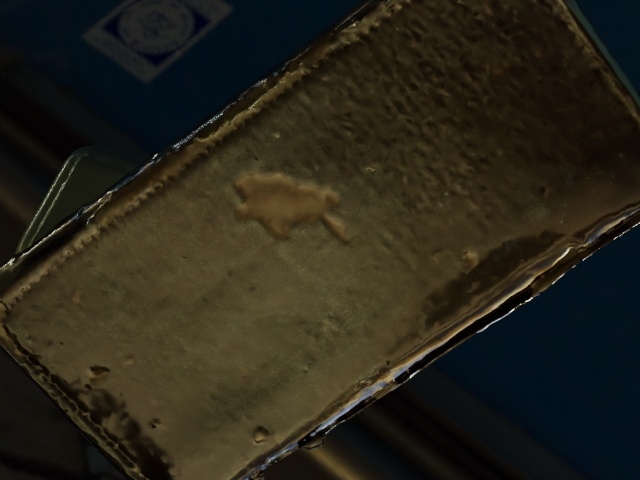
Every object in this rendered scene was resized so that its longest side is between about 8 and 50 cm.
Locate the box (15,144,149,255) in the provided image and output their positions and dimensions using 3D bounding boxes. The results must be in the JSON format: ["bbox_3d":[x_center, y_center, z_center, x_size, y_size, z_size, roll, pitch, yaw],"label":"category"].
[{"bbox_3d":[-0.118,0.045,0.978,0.182,0.175,0.312,21,-17,15],"label":"box"}]

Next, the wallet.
[{"bbox_3d":[0.000,0.000,0.402,0.232,0.031,0.122,-35,-70,15],"label":"wallet"}]
